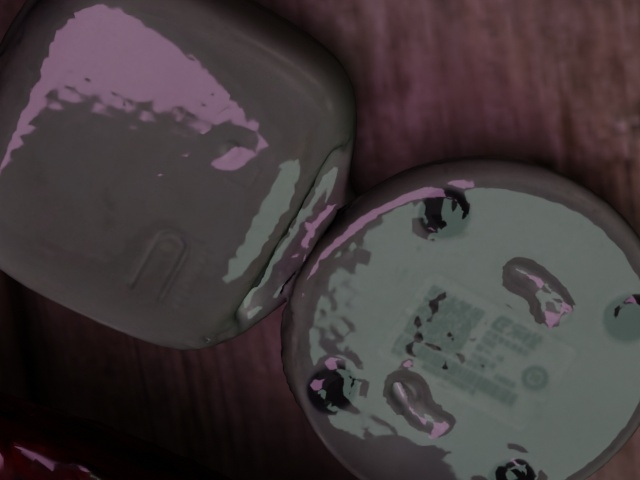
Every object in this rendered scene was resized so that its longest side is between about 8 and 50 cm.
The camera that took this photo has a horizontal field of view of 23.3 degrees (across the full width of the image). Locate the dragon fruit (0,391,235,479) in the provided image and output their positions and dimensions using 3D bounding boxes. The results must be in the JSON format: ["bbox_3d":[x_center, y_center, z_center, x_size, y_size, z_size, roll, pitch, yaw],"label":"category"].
[{"bbox_3d":[-0.092,0.167,0.684,0.343,0.100,0.282,23,126,-8],"label":"dragon fruit"}]

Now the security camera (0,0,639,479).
[{"bbox_3d":[0.000,0.000,0.640,0.301,0.080,0.157,28,109,-7],"label":"security camera"}]
